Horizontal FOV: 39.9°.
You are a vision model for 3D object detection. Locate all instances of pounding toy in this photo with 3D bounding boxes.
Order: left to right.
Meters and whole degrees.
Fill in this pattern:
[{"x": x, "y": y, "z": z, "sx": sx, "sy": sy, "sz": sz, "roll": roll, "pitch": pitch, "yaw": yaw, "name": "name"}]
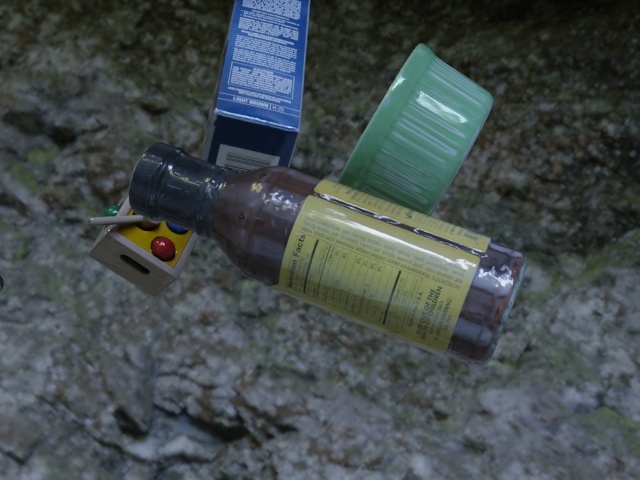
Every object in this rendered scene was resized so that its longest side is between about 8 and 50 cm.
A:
[{"x": -0.240, "y": -0.012, "z": 1.175, "sx": 0.141, "sy": 0.130, "sz": 0.100, "roll": 35, "pitch": -41, "yaw": -17, "name": "pounding toy"}]

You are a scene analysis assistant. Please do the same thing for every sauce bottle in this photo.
[{"x": 0.000, "y": 0.000, "z": 0.766, "sx": 0.344, "sy": 0.111, "sz": 0.111, "roll": 22, "pitch": -27, "yaw": 13, "name": "sauce bottle"}]

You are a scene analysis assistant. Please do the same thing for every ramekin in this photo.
[{"x": 0.148, "y": -0.145, "z": 1.408, "sx": 0.148, "sy": 0.303, "sz": 0.303, "roll": 30, "pitch": -24, "yaw": 3, "name": "ramekin"}]

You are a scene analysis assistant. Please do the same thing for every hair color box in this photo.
[{"x": -0.086, "y": -0.197, "z": 1.158, "sx": 0.105, "sy": 0.347, "sz": 0.174, "roll": 12, "pitch": -46, "yaw": -9, "name": "hair color box"}]

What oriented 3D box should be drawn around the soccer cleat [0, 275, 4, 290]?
[{"x": -0.511, "y": 0.049, "z": 1.271, "sx": 0.179, "sy": 0.072, "sz": 0.060, "roll": -4, "pitch": -55, "yaw": 34, "name": "soccer cleat"}]
